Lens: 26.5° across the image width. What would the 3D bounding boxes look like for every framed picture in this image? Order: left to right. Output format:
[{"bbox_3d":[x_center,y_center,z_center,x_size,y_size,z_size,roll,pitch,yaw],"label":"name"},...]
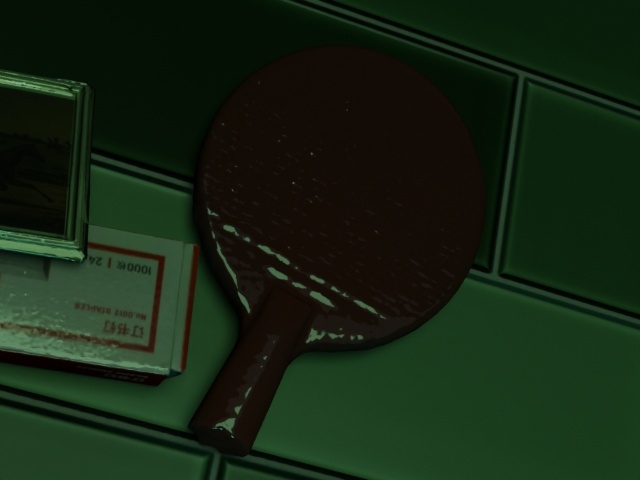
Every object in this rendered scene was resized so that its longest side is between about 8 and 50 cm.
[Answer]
[{"bbox_3d":[-0.308,-0.080,1.096,0.252,0.014,0.197,9,49,-17],"label":"framed picture"}]

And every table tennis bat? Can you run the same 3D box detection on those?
[{"bbox_3d":[0.000,0.000,1.195,0.268,0.051,0.415,30,63,-7],"label":"table tennis bat"}]

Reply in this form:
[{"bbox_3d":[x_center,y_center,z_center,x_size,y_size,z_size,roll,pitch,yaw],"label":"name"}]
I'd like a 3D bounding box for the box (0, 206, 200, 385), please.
[{"bbox_3d":[-0.218,0.042,1.099,0.229,0.050,0.123,11,68,-15],"label":"box"}]
